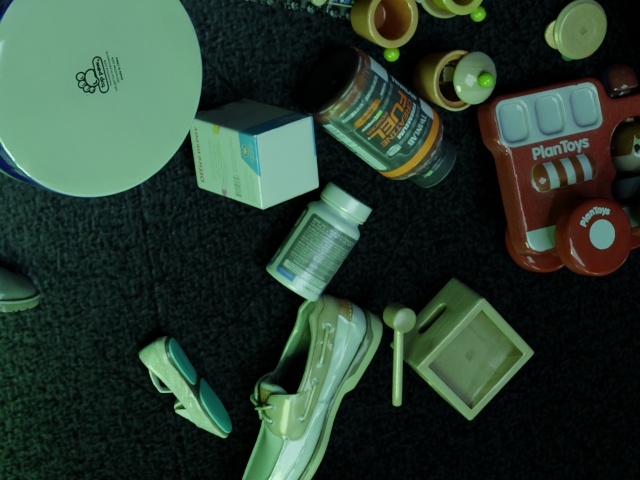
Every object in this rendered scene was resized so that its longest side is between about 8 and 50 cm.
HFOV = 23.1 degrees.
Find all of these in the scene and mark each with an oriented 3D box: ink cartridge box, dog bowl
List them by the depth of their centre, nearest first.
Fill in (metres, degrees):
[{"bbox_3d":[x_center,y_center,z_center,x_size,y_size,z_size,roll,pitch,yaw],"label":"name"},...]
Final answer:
[{"bbox_3d":[-0.265,-0.182,1.708,0.265,0.104,0.265,-8,105,-33],"label":"dog bowl"},{"bbox_3d":[-0.084,-0.106,1.841,0.090,0.143,0.092,-23,119,-35],"label":"ink cartridge box"}]

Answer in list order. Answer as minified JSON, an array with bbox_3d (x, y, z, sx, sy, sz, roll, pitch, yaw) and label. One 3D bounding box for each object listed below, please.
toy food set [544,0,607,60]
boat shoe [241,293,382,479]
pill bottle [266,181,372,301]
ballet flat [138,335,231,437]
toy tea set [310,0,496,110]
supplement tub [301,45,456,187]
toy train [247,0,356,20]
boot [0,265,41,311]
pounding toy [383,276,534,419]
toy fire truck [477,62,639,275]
[{"bbox_3d":[0.336,-0.274,2.033,0.082,0.020,0.083,34,92,-31],"label":"toy food set"},{"bbox_3d":[-0.038,0.208,2.002,0.103,0.113,0.302,28,85,-30],"label":"boat shoe"},{"bbox_3d":[0.000,0.000,1.950,0.078,0.078,0.137,32,95,-31],"label":"pill bottle"},{"bbox_3d":[-0.172,0.187,1.967,0.052,0.057,0.168,-23,117,16],"label":"ballet flat"},{"bbox_3d":[0.121,-0.299,1.845,0.336,0.124,0.200,42,77,-32],"label":"toy tea set"},{"bbox_3d":[0.078,-0.144,1.914,0.198,0.106,0.106,35,93,-32],"label":"supplement tub"},{"bbox_3d":[-0.019,-0.290,1.859,0.158,0.027,0.036,7,96,-27],"label":"toy train"},{"bbox_3d":[-0.393,-0.028,1.769,0.189,0.076,0.208,7,100,-29],"label":"boot"},{"bbox_3d":[0.144,0.137,2.060,0.181,0.094,0.206,-46,121,-3],"label":"pounding toy"},{"bbox_3d":[0.364,-0.096,2.048,0.302,0.169,0.254,-14,96,-21],"label":"toy fire truck"}]
